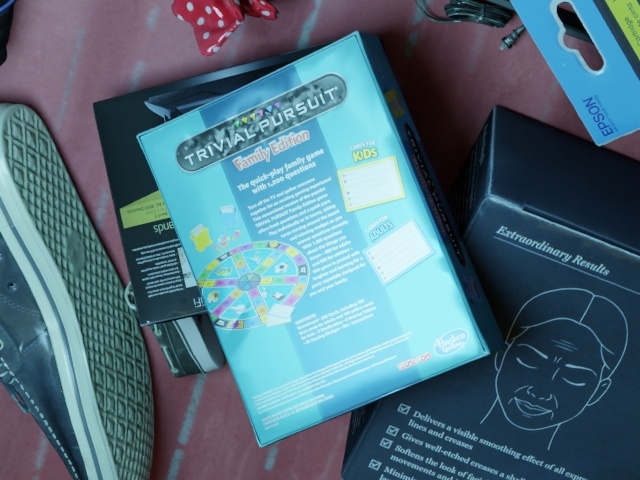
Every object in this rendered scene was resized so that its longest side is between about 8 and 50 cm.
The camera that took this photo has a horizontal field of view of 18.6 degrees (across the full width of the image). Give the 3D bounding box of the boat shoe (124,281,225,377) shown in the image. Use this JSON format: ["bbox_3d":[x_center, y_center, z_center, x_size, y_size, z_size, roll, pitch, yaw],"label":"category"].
[{"bbox_3d":[-0.180,0.066,2.177,0.070,0.078,0.219,-16,119,14],"label":"boat shoe"}]

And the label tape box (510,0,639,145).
[{"bbox_3d":[0.366,-0.280,1.894,0.347,0.115,0.249,-27,114,19],"label":"label tape box"}]

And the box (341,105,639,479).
[{"bbox_3d":[0.234,0.108,2.081,0.293,0.212,0.395,22,120,-6],"label":"box"}]

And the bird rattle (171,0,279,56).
[{"bbox_3d":[-0.096,-0.317,1.908,0.143,0.253,0.207,-27,83,-16],"label":"bird rattle"}]

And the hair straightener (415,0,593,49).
[{"bbox_3d":[0.190,-0.229,1.980,0.230,0.047,0.089,11,121,-7],"label":"hair straightener"}]

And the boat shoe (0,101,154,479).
[{"bbox_3d":[-0.314,0.088,2.151,0.156,0.187,0.500,-13,113,19],"label":"boat shoe"}]

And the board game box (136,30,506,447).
[{"bbox_3d":[0.000,0.000,1.920,0.253,0.079,0.336,-23,84,18],"label":"board game box"}]

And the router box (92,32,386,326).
[{"bbox_3d":[-0.061,-0.060,2.027,0.309,0.081,0.243,-12,87,14],"label":"router box"}]

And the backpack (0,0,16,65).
[{"bbox_3d":[-0.462,-0.224,1.951,0.263,0.276,0.213,30,118,3],"label":"backpack"}]
